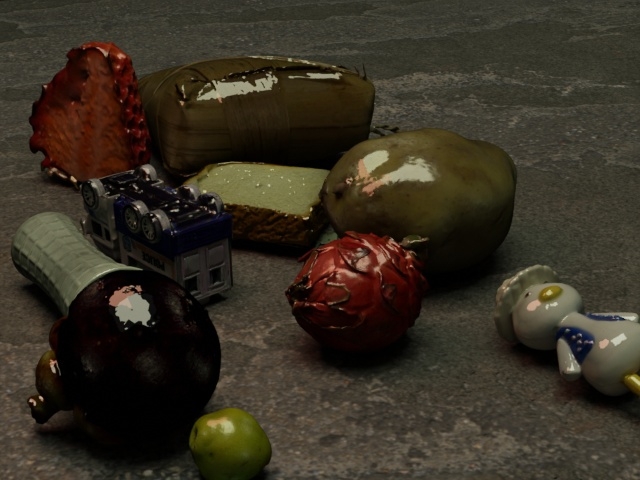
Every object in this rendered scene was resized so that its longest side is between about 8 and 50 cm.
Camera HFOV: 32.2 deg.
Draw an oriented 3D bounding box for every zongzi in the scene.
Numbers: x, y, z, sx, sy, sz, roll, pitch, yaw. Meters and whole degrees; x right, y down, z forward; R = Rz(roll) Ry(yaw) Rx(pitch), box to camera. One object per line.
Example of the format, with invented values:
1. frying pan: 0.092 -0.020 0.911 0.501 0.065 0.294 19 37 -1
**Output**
1. zongzi: -0.115 -0.286 2.190 0.500 0.218 0.467 -8 26 -19

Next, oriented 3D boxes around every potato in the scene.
1. potato: 0.164 -0.059 1.717 0.243 0.221 0.326 33 28 35

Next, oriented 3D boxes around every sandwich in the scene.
1. sandwich: -0.109 -0.059 1.864 0.251 0.087 0.226 6 27 13

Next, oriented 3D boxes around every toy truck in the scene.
1. toy truck: -0.254 -0.010 1.690 0.124 0.155 0.268 -20 29 -36

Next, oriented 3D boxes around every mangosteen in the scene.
1. mangosteen: -0.244 0.149 1.331 0.250 0.211 0.211 -30 25 9

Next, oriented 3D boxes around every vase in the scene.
1. vase: -0.341 0.055 1.576 0.143 0.143 0.299 -14 26 -28

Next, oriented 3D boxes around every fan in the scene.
1. fan: 0.000 0.000 1.837 0.056 0.004 0.083 5 26 11

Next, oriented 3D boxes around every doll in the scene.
1. doll: 0.338 0.120 1.464 0.138 0.119 0.293 -36 38 -17

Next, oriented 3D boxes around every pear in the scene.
1. pear: -0.100 0.236 1.253 0.097 0.092 0.092 11 22 -19

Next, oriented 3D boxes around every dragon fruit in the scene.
1. dragon fruit: 0.053 0.069 1.512 0.209 0.172 0.172 -15 29 -12

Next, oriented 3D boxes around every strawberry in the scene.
1. strawberry: -0.404 -0.226 2.011 0.253 0.280 0.150 6 22 33
